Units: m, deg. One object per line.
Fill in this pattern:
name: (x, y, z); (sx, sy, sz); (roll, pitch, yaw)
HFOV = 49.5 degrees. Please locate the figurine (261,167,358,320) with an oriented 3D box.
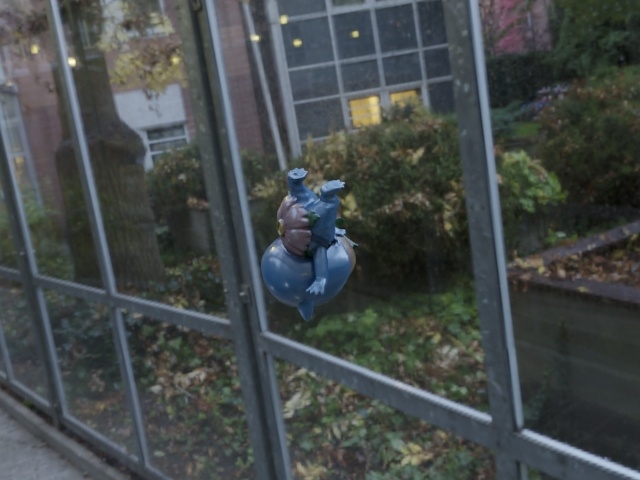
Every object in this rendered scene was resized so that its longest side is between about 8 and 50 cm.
figurine: (-0.001, -0.003, 0.835); (0.114, 0.178, 0.144); (29, 40, 27)
